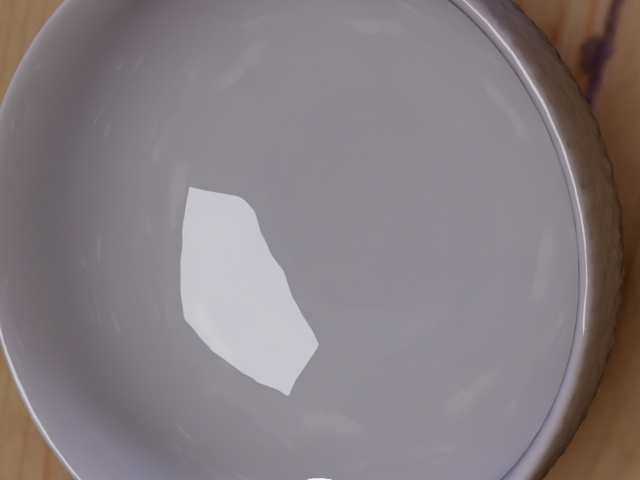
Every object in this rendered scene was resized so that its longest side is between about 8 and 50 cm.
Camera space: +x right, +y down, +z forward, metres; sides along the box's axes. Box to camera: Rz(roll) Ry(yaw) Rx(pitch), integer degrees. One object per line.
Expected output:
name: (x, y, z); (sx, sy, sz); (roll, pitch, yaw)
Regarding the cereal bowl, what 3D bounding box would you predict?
cereal bowl: (0.000, 0.000, 0.896); (0.339, 0.141, 0.339); (5, 101, 27)
